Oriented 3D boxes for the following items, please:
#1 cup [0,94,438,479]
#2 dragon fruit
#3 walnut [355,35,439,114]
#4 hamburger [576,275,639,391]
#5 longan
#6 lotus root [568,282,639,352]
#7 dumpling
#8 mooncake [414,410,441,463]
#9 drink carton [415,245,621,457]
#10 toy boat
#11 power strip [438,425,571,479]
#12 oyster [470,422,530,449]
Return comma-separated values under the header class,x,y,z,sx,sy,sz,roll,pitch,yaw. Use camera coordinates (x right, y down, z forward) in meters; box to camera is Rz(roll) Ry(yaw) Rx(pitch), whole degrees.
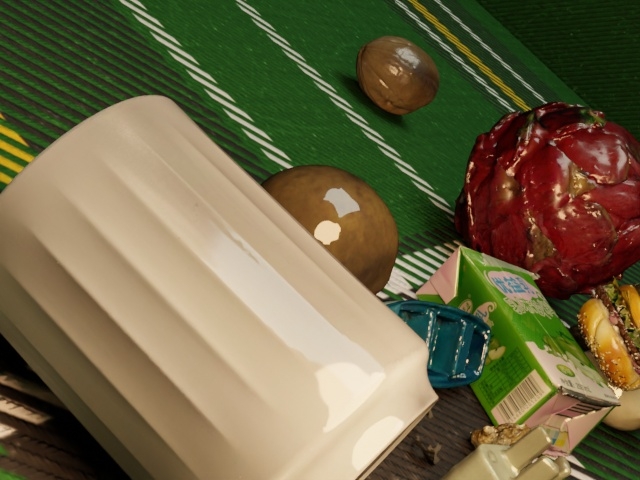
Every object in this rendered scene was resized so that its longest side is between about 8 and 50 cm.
class,x,y,z,sx,sy,sz,roll,pitch,yaw
cup,-0.088,0.087,0.933,0.327,0.237,0.323,44,-7,10
dragon fruit,0.369,-0.065,1.777,0.329,0.329,0.329,33,24,-17
walnut,0.140,-0.305,2.079,0.162,0.140,0.140,16,32,-31
hamburger,0.406,0.132,1.516,0.164,0.093,0.189,64,13,9
longan,0.000,0.000,1.260,0.187,0.167,0.167,13,35,-40
lotus root,0.583,0.155,1.727,0.397,0.196,0.179,-1,22,6
dumpling,0.431,0.213,1.641,0.181,0.111,0.155,57,-1,25
mooncake,0.002,0.119,1.192,0.347,0.057,0.150,41,21,4
drink carton,0.261,0.143,1.480,0.161,0.108,0.271,19,31,-42
toy boat,0.102,0.113,1.292,0.061,0.096,0.299,12,-3,36
power strip,0.226,0.312,1.089,0.229,0.141,0.261,14,37,-48
oyster,0.213,0.231,1.305,0.083,0.081,0.038,-5,65,-15
